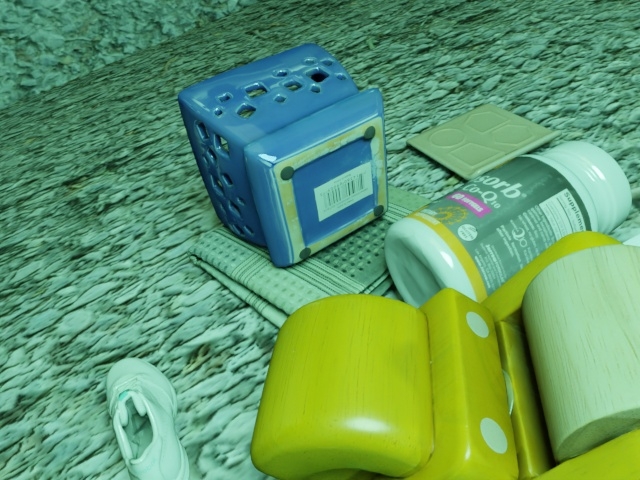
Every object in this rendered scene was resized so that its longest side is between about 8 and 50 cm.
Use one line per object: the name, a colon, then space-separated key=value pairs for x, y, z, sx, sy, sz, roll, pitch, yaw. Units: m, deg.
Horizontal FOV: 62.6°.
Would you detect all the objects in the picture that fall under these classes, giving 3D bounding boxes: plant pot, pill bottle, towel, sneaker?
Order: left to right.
sneaker: x=-0.212 y=0.193 z=0.610 sx=0.080 sy=0.094 sz=0.212 roll=-30 pitch=40 yaw=-16
plant pot: x=-0.033 y=-0.115 z=0.754 sx=0.236 sy=0.236 sz=0.212 roll=-29 pitch=45 yaw=-20
towel: x=0.000 y=0.000 z=0.823 sx=0.312 sy=0.056 sz=0.324 roll=-36 pitch=40 yaw=-29
pill bottle: x=0.231 y=-0.009 z=0.653 sx=0.278 sy=0.162 sz=0.162 roll=-29 pitch=40 yaw=-16

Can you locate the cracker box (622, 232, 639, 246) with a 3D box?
cracker box: x=0.455 y=0.035 z=0.601 sx=0.232 sy=0.067 sz=0.156 roll=-27 pitch=40 yaw=-13

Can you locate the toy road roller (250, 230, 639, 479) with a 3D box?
toy road roller: x=0.098 y=0.122 z=0.404 sx=0.240 sy=0.329 sz=0.202 roll=28 pitch=39 yaw=-16

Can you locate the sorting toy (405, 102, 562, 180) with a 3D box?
sorting toy: x=0.287 y=-0.178 z=0.948 sx=0.193 sy=0.038 sz=0.208 roll=-26 pitch=35 yaw=-13
